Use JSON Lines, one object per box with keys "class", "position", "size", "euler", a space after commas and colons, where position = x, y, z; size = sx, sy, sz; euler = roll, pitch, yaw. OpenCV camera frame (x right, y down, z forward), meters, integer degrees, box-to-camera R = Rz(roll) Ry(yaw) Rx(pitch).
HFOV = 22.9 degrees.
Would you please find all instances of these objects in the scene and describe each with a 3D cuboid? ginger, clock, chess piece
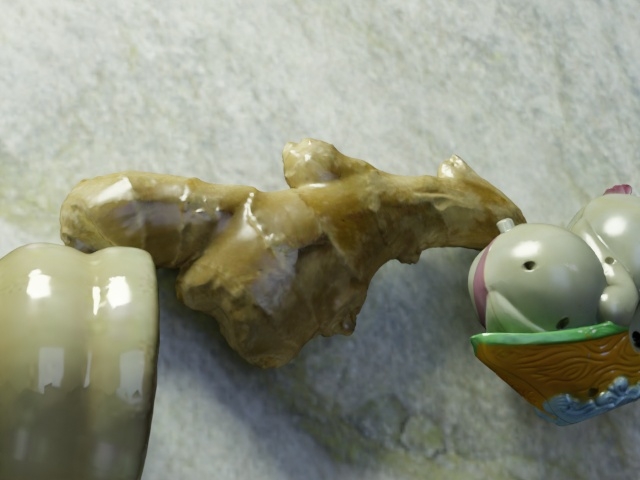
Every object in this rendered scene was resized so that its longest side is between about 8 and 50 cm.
{"class": "ginger", "position": [0.000, 0.000, 1.034], "size": [0.334, 0.081, 0.148], "euler": [-12, 60, -28]}
{"class": "clock", "position": [0.184, 0.042, 1.068], "size": [0.231, 0.103, 0.144], "euler": [-17, 81, -42]}
{"class": "chess piece", "position": [-0.248, 0.071, 0.866], "size": [0.300, 0.167, 0.167], "euler": [7, 68, -14]}
